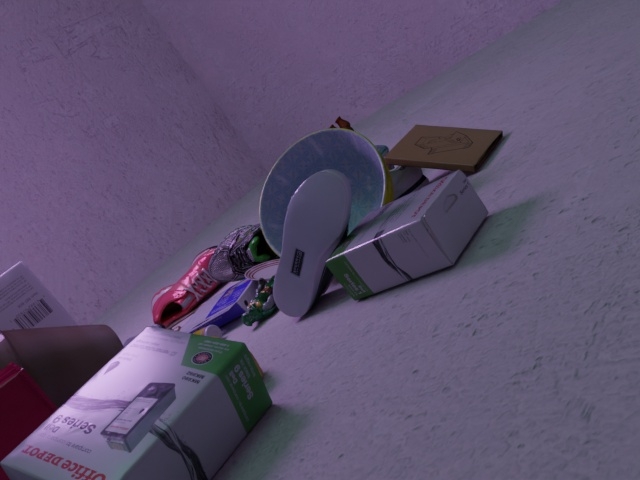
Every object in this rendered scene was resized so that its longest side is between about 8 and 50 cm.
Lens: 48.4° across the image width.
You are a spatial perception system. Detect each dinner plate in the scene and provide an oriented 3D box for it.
[{"bbox_3d":[-0.108,0.071,1.673,0.141,0.017,0.141,-10,17,3],"label":"dinner plate"}]

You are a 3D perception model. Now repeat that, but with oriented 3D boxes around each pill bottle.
[{"bbox_3d":[-0.255,0.214,1.554,0.083,0.043,0.043,-26,16,42],"label":"pill bottle"}]

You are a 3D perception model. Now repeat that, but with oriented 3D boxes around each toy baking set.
[{"bbox_3d":[-0.378,0.249,1.837,0.197,0.030,0.256,-24,17,36],"label":"toy baking set"}]

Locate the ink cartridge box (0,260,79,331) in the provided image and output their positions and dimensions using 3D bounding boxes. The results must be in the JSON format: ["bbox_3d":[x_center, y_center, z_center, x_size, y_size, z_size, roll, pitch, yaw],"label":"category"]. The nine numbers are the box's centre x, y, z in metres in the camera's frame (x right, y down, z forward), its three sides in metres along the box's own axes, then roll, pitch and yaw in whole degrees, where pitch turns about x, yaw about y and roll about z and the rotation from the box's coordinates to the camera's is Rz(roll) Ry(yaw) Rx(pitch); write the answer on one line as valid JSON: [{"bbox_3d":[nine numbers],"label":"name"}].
[{"bbox_3d":[-0.711,0.298,1.695,0.285,0.394,0.166,-45,12,-37],"label":"ink cartridge box"}]

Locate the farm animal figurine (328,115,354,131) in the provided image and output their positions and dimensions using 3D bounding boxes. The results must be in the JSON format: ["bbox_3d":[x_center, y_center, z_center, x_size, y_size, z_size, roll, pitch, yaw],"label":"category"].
[{"bbox_3d":[0.011,-0.191,2.147,0.330,0.172,0.327,-50,4,-24],"label":"farm animal figurine"}]

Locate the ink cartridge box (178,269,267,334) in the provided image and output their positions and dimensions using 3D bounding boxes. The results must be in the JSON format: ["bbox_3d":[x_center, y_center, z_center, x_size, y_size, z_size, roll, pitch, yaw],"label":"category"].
[{"bbox_3d":[-0.241,0.172,1.679,0.206,0.045,0.208,-30,11,26],"label":"ink cartridge box"}]

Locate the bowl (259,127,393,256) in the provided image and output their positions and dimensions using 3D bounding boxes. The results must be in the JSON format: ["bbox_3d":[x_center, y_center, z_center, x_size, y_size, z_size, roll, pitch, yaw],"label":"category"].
[{"bbox_3d":[0.037,-0.066,1.451,0.290,0.289,0.156,-33,-31,18],"label":"bowl"}]

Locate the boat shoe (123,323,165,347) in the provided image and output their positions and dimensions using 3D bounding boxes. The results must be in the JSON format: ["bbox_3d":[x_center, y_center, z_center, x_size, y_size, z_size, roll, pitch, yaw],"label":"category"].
[{"bbox_3d":[-0.501,0.281,2.032,0.142,0.049,0.040,-31,-7,18],"label":"boat shoe"}]

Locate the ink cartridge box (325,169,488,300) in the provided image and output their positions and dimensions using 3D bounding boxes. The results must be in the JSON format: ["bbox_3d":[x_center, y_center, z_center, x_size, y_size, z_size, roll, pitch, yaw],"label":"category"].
[{"bbox_3d":[0.138,-0.006,1.145,0.219,0.092,0.160,-25,16,46],"label":"ink cartridge box"}]

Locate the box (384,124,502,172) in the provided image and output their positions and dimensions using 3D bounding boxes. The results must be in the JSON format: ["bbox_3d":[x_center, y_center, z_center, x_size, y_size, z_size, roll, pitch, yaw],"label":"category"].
[{"bbox_3d":[0.259,-0.197,1.497,0.201,0.021,0.164,9,38,32],"label":"box"}]

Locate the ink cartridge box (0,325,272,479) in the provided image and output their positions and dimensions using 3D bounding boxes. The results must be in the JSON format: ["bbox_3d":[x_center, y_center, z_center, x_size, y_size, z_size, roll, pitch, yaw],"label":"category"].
[{"bbox_3d":[-0.240,0.260,0.965,0.211,0.121,0.289,3,35,35],"label":"ink cartridge box"}]

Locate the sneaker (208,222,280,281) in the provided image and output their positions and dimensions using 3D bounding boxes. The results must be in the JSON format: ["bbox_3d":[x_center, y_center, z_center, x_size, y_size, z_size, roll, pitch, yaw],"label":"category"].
[{"bbox_3d":[-0.172,0.017,1.823,0.344,0.134,0.146,-29,2,32],"label":"sneaker"}]

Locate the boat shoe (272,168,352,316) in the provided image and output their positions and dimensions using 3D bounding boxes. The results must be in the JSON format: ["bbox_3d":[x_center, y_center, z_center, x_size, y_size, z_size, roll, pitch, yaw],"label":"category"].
[{"bbox_3d":[0.000,0.000,1.262,0.102,0.108,0.301,-33,-35,-51],"label":"boat shoe"}]

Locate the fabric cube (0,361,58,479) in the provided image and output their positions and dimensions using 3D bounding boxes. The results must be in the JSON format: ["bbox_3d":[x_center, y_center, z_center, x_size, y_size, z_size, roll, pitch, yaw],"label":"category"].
[{"bbox_3d":[-0.521,0.379,1.154,0.258,0.254,0.259,-40,11,-25],"label":"fabric cube"}]

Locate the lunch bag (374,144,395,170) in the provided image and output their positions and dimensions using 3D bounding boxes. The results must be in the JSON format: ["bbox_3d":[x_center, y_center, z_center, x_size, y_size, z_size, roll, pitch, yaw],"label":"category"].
[{"bbox_3d":[0.057,-0.136,1.744,0.224,0.107,0.279,-11,21,23],"label":"lunch bag"}]

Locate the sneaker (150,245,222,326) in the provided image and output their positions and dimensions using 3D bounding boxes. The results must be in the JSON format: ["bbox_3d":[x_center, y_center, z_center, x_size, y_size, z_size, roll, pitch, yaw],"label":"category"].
[{"bbox_3d":[-0.366,0.147,2.069,0.314,0.116,0.136,-41,20,10],"label":"sneaker"}]

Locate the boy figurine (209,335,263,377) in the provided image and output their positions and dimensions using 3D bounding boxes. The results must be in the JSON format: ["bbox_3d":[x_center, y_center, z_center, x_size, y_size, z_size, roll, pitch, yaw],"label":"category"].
[{"bbox_3d":[-0.210,0.229,1.217,0.285,0.092,0.177,-25,18,33],"label":"boy figurine"}]

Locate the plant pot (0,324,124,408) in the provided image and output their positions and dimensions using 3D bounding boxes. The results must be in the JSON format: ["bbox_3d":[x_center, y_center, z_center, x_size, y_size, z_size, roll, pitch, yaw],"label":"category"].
[{"bbox_3d":[-0.557,0.309,1.489,0.281,0.322,0.323,-16,-2,-35],"label":"plant pot"}]

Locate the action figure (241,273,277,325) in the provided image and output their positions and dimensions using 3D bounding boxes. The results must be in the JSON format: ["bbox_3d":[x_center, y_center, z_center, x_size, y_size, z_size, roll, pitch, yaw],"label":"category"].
[{"bbox_3d":[-0.094,0.099,1.511,0.137,0.063,0.232,-18,25,46],"label":"action figure"}]

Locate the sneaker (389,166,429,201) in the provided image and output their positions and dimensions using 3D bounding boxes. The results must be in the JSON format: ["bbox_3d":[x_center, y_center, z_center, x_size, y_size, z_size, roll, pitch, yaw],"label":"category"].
[{"bbox_3d":[0.121,-0.097,1.569,0.235,0.094,0.090,-38,13,1],"label":"sneaker"}]
